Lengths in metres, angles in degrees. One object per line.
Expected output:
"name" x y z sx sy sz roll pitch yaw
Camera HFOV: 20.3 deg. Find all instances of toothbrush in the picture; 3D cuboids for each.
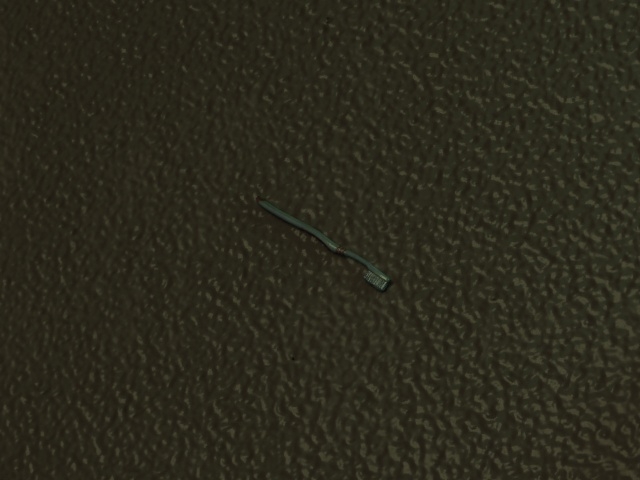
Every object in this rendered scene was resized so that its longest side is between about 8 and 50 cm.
"toothbrush" 0.000 0.000 1.882 0.193 0.013 0.019 34 92 31
